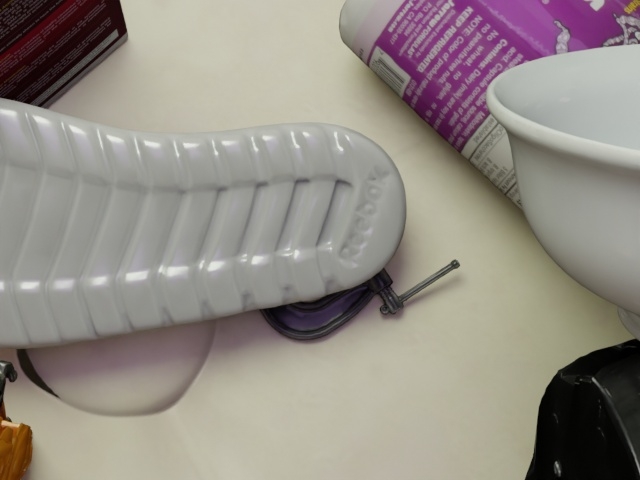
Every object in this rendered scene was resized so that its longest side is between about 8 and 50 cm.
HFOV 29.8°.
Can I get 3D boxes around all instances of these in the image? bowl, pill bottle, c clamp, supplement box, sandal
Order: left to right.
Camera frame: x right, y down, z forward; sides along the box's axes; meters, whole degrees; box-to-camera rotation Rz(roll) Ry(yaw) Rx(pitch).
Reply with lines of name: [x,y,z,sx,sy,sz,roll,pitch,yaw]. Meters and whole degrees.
supplement box: [-0.209,-0.164,0.800,0.130,0.239,0.073,-43,83,-12]
sandal: [-0.150,-0.012,0.845,0.417,0.102,0.169,3,98,-9]
c clamp: [0.000,0.000,0.893,0.137,0.022,0.160,-39,84,-5]
pill bottle: [0.172,-0.108,0.851,0.301,0.169,0.169,43,78,6]
bowl: [0.237,-0.016,0.644,0.298,0.298,0.134,-3,111,-5]

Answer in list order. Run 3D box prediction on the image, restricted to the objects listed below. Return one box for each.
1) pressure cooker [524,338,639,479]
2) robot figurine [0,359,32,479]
pressure cooker: [0.352,0.232,0.684,0.421,0.375,0.369,-2,75,-4]
robot figurine: [-0.233,0.166,0.699,0.085,0.291,0.211,12,76,-1]
